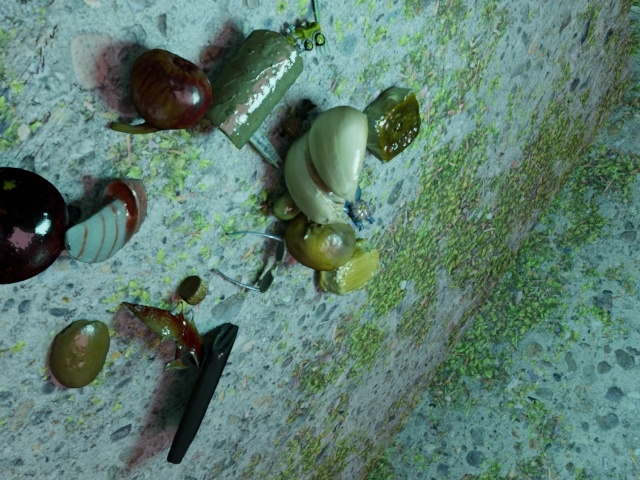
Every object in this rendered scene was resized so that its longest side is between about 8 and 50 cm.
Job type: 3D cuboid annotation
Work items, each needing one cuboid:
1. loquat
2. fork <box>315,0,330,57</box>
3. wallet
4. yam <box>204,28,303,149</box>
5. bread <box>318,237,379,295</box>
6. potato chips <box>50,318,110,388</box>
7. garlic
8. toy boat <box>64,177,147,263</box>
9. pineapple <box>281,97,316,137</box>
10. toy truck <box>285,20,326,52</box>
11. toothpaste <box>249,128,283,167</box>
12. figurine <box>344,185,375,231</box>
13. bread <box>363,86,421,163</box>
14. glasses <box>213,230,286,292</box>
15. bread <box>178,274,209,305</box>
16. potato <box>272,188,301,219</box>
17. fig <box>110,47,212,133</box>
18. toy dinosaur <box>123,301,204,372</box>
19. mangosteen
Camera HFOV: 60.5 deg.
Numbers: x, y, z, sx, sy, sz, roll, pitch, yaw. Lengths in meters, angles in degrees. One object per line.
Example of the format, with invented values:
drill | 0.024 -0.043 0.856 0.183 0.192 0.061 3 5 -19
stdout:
loquat | 0.000 0.000 1.724 0.193 0.238 0.238 -57 143 -8
fork | -0.007 -0.604 1.456 0.039 0.021 0.235 -40 138 -28
wallet | -0.362 0.468 1.702 0.228 0.062 0.406 -78 -169 -77
yam | -0.174 -0.365 1.325 0.268 0.161 0.161 -54 143 -4
bread | 0.105 0.099 1.992 0.245 0.121 0.174 -23 123 -31
potato chips | -0.606 0.295 1.403 0.150 0.049 0.202 -3 112 -53
garlic | 0.029 -0.221 1.546 0.249 0.285 0.313 40 55 -46
toy boat | -0.471 -0.021 1.176 0.282 0.096 0.206 -75 -172 -68
pineapple | -0.056 -0.349 1.550 0.124 0.058 0.058 -51 142 -9
toy truck | -0.046 -0.529 1.428 0.111 0.076 0.077 -33 113 -32
toothpaste | -0.173 -0.277 1.487 0.062 0.039 0.239 -51 140 -6
figurine | 0.104 -0.118 1.837 0.114 0.178 0.144 -33 180 -4
bread | 0.237 -0.382 1.808 0.210 0.109 0.192 -42 139 -19
glasses | -0.202 0.067 1.655 0.220 0.088 0.190 13 106 -51
bread | -0.352 0.143 1.548 0.085 0.085 0.053 -52 134 -7
potato | -0.074 -0.129 1.664 0.188 0.085 0.105 -40 179 -20
fig | -0.340 -0.301 1.202 0.175 0.175 0.207 0 130 -48
toy dinosaur | -0.414 0.278 1.558 0.327 0.112 0.207 31 53 -72
mangosteen | -0.597 -0.029 1.071 0.228 0.228 0.265 -59 178 2
